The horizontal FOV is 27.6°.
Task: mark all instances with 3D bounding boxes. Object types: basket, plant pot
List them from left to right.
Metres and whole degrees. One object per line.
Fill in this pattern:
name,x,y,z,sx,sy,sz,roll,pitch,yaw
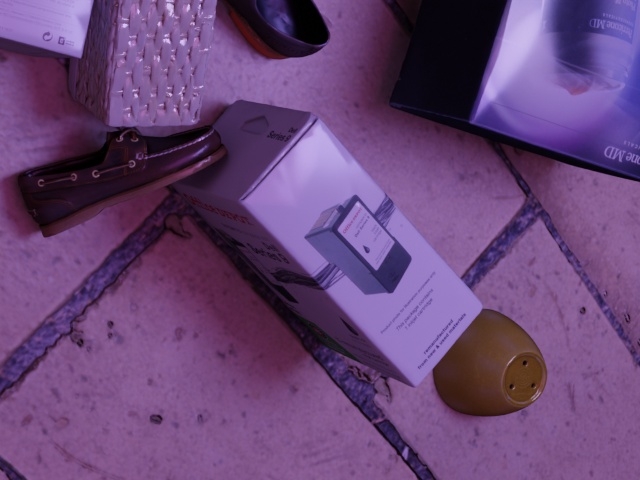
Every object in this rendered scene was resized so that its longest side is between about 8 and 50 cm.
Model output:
basket,-0.173,-0.200,1.273,0.113,0.103,0.167,-4,120,-28
plant pot,0.219,0.157,1.579,0.134,0.095,0.134,-5,101,-29

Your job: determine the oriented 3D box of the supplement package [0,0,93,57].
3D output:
supplement package,-0.278,-0.303,1.206,0.134,0.139,0.244,12,91,-31

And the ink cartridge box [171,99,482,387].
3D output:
ink cartridge box,0.000,0.000,1.369,0.121,0.211,0.289,-49,116,-12

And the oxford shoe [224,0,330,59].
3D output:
oxford shoe,-0.087,-0.295,1.336,0.271,0.098,0.097,42,78,-27

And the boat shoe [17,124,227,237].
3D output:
boat shoe,-0.198,-0.074,1.294,0.207,0.073,0.073,-23,103,-1

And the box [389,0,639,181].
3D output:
box,0.277,-0.239,1.445,0.296,0.183,0.294,14,97,-29
